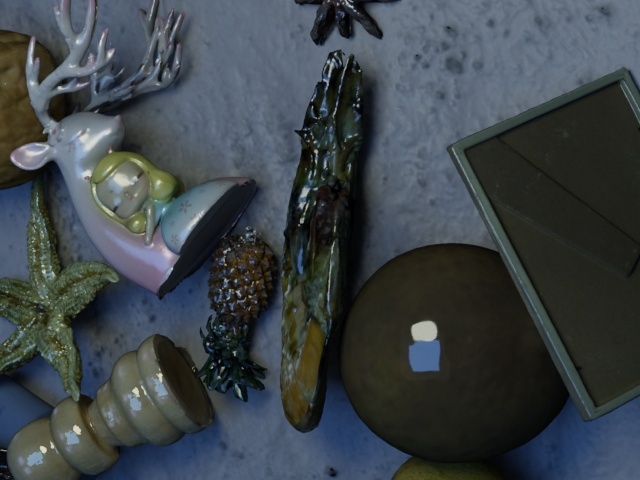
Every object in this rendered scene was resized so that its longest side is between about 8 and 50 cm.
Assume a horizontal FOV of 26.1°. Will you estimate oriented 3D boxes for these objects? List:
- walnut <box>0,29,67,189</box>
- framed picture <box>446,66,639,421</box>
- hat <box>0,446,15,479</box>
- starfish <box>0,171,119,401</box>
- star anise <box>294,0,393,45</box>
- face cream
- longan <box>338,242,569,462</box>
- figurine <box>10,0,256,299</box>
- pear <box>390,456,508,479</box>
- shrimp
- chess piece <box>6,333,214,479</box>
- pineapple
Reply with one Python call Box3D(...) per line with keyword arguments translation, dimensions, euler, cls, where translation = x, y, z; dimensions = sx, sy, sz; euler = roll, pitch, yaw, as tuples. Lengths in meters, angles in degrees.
Box3D(translation=(-0.441, -0.170, 1.785), dimensions=(0.228, 0.228, 0.228), euler=(4, 98, 26), cls="walnut")
Box3D(translation=(0.302, -0.001, 1.459), dimensions=(0.324, 0.240, 0.020), euler=(62, 161, 6), cls="framed picture")
Box3D(translation=(-0.436, 0.347, 1.885), dimensions=(0.193, 0.082, 0.193), euler=(0, 113, 1), cls="hat")
Box3D(translation=(-0.374, 0.106, 1.830), dimensions=(0.347, 0.078, 0.358), euler=(-47, 49, 21), cls="starfish")
Box3D(translation=(0.023, -0.296, 1.639), dimensions=(0.141, 0.042, 0.141), euler=(3, 97, 25), cls="star anise")
Box3D(translation=(-0.464, 0.227, 1.927), dimensions=(0.385, 0.086, 0.136), euler=(27, 104, 24), cls="face cream")
Box3D(translation=(0.149, 0.121, 1.516), dimensions=(0.258, 0.258, 0.258), euler=(4, 98, 26), cls="longan")
Box3D(translation=(-0.227, -0.135, 1.708), dimensions=(0.315, 0.206, 0.284), euler=(37, 110, 7), cls="figurine")
Box3D(translation=(0.156, 0.360, 1.571), dimensions=(0.211, 0.188, 0.228), euler=(30, 117, 23), cls="pear")
Box3D(translation=(0.000, 0.000, 1.584), dimensions=(0.085, 0.272, 0.445), euler=(7, 91, -5), cls="shrimp")
Box3D(translation=(-0.278, 0.239, 1.763), dimensions=(0.261, 0.143, 0.143), euler=(-32, 82, 9), cls="chess piece")
Box3D(translation=(-0.100, 0.089, 1.726), dimensions=(0.103, 0.083, 0.221), euler=(14, 103, 21), cls="pineapple")
